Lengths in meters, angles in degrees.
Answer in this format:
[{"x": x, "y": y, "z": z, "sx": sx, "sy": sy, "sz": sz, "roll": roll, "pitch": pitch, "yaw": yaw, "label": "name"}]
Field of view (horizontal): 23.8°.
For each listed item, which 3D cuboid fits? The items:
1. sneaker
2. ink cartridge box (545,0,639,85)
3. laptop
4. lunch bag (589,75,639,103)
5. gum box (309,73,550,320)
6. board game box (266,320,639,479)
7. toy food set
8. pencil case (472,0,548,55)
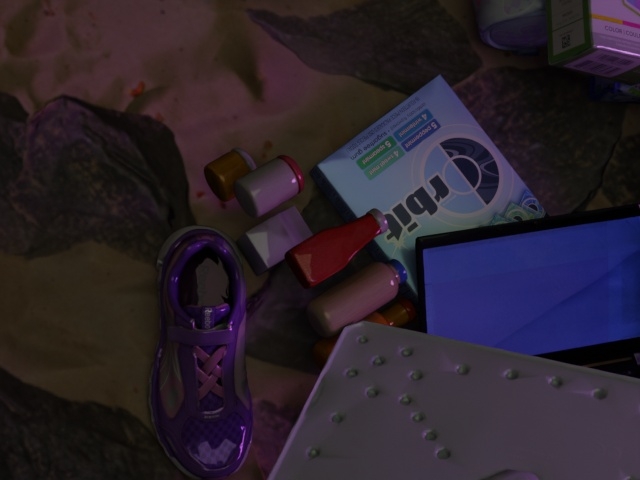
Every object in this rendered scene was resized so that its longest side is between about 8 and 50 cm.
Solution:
[{"x": -0.105, "y": 0.096, "z": 1.364, "sx": 0.095, "sy": 0.104, "sz": 0.236, "roll": -1, "pitch": 81, "yaw": -12, "label": "sneaker"}, {"x": 0.265, "y": -0.258, "z": 1.412, "sx": 0.109, "sy": 0.062, "sz": 0.209, "roll": 8, "pitch": 73, "yaw": -34, "label": "ink cartridge box"}, {"x": 0.224, "y": 0.123, "z": 1.393, "sx": 0.234, "sy": 0.136, "sz": 0.264, "roll": -9, "pitch": 55, "yaw": -12, "label": "laptop"}, {"x": 0.339, "y": -0.210, "z": 1.506, "sx": 0.128, "sy": 0.096, "sz": 0.151, "roll": 3, "pitch": 89, "yaw": -9, "label": "lunch bag"}, {"x": 0.107, "y": -0.040, "z": 1.460, "sx": 0.157, "sy": 0.041, "sz": 0.184, "roll": -37, "pitch": 89, "yaw": -14, "label": "gum box"}, {"x": 0.141, "y": 0.245, "z": 1.189, "sx": 0.390, "sy": 0.050, "sz": 0.390, "roll": 11, "pitch": 44, "yaw": 18, "label": "board game box"}, {"x": 0.000, "y": 0.000, "z": 1.399, "sx": 0.104, "sy": 0.111, "sz": 0.232, "roll": -31, "pitch": 87, "yaw": -21, "label": "toy food set"}, {"x": 0.202, "y": -0.325, "z": 1.493, "sx": 0.124, "sy": 0.113, "sz": 0.273, "roll": -6, "pitch": 80, "yaw": -4, "label": "pencil case"}]
